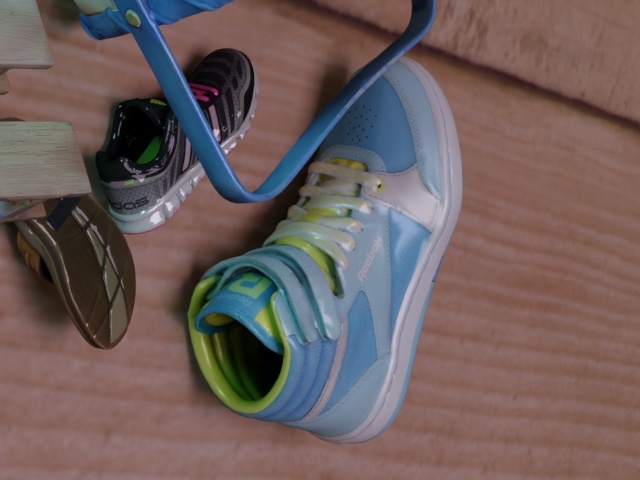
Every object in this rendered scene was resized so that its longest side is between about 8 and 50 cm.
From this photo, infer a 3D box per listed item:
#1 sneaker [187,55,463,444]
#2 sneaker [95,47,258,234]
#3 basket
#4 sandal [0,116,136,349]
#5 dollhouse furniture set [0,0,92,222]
[{"bbox_3d":[0.000,0.000,1.528,0.208,0.127,0.319,11,87,-54],"label":"sneaker"},{"bbox_3d":[-0.105,-0.086,1.423,0.170,0.063,0.075,-54,141,-25],"label":"sneaker"},{"bbox_3d":[-0.052,-0.202,1.357,0.255,0.201,0.289,-51,123,-35],"label":"basket"},{"bbox_3d":[-0.185,-0.005,1.356,0.180,0.049,0.072,58,46,-22],"label":"sandal"},{"bbox_3d":[-0.282,-0.087,1.085,0.161,0.212,0.242,-6,75,-53],"label":"dollhouse furniture set"}]
